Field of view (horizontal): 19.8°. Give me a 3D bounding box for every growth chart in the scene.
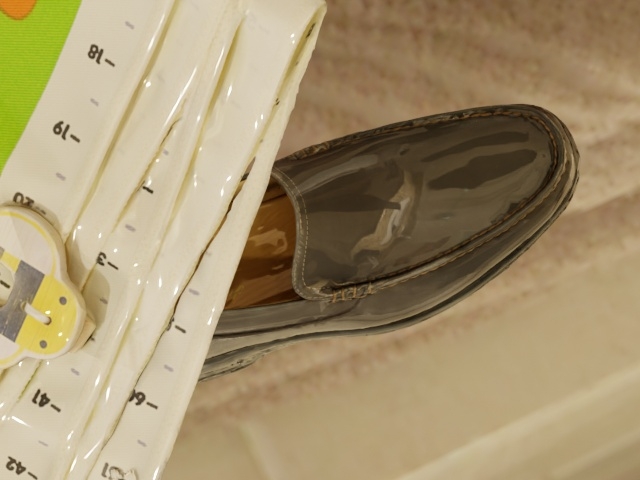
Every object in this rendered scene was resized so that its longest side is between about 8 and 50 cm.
[{"bbox_3d":[-0.086,-0.009,0.356,0.021,0.172,0.237,-21,-52,-68],"label":"growth chart"}]

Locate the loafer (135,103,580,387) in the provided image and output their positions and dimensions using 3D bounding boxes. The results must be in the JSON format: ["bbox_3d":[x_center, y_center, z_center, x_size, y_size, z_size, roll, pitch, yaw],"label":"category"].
[{"bbox_3d":[0.000,0.000,0.569,0.061,0.170,0.062,53,-167,-72],"label":"loafer"}]
